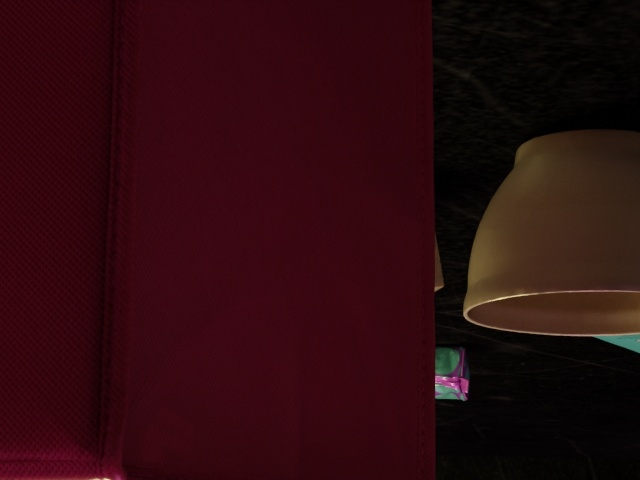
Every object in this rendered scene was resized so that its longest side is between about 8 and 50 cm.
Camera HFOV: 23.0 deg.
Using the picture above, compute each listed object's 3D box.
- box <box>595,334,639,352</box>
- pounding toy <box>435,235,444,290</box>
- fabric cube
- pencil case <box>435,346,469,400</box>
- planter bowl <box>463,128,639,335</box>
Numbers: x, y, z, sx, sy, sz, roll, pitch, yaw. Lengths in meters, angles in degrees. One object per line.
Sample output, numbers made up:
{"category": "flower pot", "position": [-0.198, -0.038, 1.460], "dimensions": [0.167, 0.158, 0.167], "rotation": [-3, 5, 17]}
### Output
{"category": "box", "position": [0.272, 0.037, 1.182], "dimensions": [0.060, 0.101, 0.244], "rotation": [-7, 166, 33]}
{"category": "pounding toy", "position": [0.000, 0.000, 1.099], "dimensions": [0.141, 0.100, 0.130], "rotation": [-7, 170, -14]}
{"category": "fabric cube", "position": [-0.118, -0.017, 0.624], "dimensions": [0.258, 0.254, 0.259], "rotation": [-4, 166, 25]}
{"category": "pencil case", "position": [0.095, 0.153, 1.801], "dimensions": [0.151, 0.065, 0.070], "rotation": [-1, -168, 7]}
{"category": "planter bowl", "position": [0.169, -0.006, 0.978], "dimensions": [0.162, 0.109, 0.162], "rotation": [1, 167, 0]}
